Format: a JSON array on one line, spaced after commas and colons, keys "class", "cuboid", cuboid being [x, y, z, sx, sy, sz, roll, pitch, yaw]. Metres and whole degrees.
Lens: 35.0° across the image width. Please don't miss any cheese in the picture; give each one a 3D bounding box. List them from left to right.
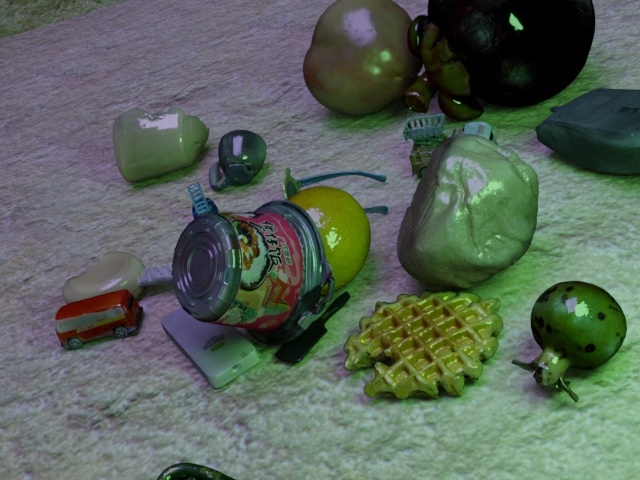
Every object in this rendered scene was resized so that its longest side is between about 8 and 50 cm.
[{"class": "cheese", "cuboid": [-0.403, 0.092, 2.078, 0.249, 0.071, 0.163, 5, 41, 35]}]

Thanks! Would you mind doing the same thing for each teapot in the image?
[{"class": "teapot", "cuboid": [-0.199, -0.180, 2.324, 0.149, 0.111, 0.108, -7, 49, 13]}]

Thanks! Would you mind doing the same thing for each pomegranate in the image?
[{"class": "pomegranate", "cuboid": [0.374, 0.144, 1.505, 0.148, 0.148, 0.169, 26, 93, 50]}]

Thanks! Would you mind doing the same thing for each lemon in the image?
[{"class": "lemon", "cuboid": [0.000, 0.000, 1.874, 0.187, 0.187, 0.244, -7, 45, 22]}]

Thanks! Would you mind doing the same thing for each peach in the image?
[{"class": "peach", "cuboid": [0.099, -0.428, 2.360, 0.292, 0.247, 0.292, -29, 42, 30]}]

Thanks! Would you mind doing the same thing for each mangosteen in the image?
[{"class": "mangosteen", "cuboid": [0.373, -0.428, 2.168, 0.435, 0.382, 0.382, -51, 20, 29]}]

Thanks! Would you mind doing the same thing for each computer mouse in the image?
[{"class": "computer mouse", "cuboid": [0.563, -0.200, 1.895, 0.188, 0.122, 0.371, -31, 27, -21]}]

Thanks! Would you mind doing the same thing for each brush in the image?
[{"class": "brush", "cuboid": [-0.004, 0.152, 1.807, 0.063, 0.016, 0.193, 10, 44, 42]}]

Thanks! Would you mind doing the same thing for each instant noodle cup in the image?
[{"class": "instant noodle cup", "cuboid": [-0.140, 0.052, 1.755, 0.181, 0.258, 0.302, 5, -4, -42]}]

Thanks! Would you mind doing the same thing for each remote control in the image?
[{"class": "remote control", "cuboid": [-0.206, 0.181, 1.865, 0.103, 0.034, 0.250, -33, 33, -17]}]

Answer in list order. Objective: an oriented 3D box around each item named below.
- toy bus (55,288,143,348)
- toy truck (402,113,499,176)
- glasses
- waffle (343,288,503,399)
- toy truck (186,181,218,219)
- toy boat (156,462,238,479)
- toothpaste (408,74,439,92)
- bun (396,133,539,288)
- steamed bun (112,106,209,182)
[{"class": "toy bus", "cuboid": [-0.444, 0.153, 2.005, 0.174, 0.077, 0.079, -14, 33, 11]}, {"class": "toy truck", "cuboid": [0.267, -0.197, 2.067, 0.177, 0.115, 0.080, -5, 36, 21]}, {"class": "glasses", "cuboid": [0.028, -0.069, 2.095, 0.220, 0.088, 0.189, 2, 34, -1]}, {"class": "waffle", "cuboid": [0.165, 0.160, 1.662, 0.261, 0.056, 0.250, -5, 36, 28]}, {"class": "toy truck", "cuboid": [-0.261, -0.081, 2.227, 0.056, 0.090, 0.073, -22, 32, -2]}, {"class": "toy boat", "cuboid": [-0.170, 0.390, 1.523, 0.210, 0.052, 0.104, 15, 50, 42]}, {"class": "toothpaste", "cuboid": [0.215, -0.382, 2.440, 0.067, 0.043, 0.194, -26, 38, -8]}, {"class": "bun", "cuboid": [0.260, -0.036, 1.732, 0.205, 0.281, 0.281, 17, 38, -3]}, {"class": "steamed bun", "cuboid": [-0.397, -0.257, 2.494, 0.225, 0.170, 0.200, -13, 29, 11]}]
